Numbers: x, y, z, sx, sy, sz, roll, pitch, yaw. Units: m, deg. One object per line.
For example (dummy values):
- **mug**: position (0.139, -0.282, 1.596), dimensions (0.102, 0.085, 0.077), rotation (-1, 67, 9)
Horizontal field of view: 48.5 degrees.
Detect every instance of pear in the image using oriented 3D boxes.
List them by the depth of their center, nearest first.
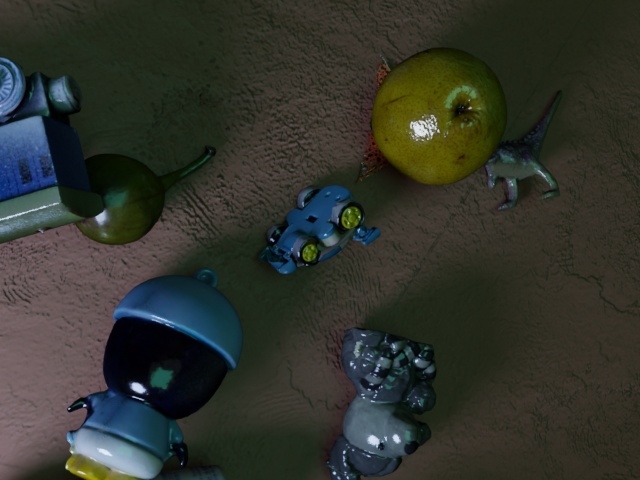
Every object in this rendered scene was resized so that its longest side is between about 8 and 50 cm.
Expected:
- **pear**: position (0.185, -0.190, 1.084), dimensions (0.209, 0.209, 0.208), rotation (2, 86, -22)

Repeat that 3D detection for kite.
- **kite**: position (0.132, -0.183, 1.170), dimensions (0.125, 0.008, 0.222), rotation (15, 81, -21)

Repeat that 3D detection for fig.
- **fig**: position (-0.237, -0.080, 0.977), dimensions (0.236, 0.124, 0.124), rotation (-37, 101, -44)

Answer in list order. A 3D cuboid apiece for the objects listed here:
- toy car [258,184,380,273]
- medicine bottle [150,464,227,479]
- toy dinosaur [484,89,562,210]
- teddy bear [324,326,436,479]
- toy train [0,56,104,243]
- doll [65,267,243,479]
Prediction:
- **toy car**: position (0.000, 0.000, 1.051), dimensions (0.161, 0.126, 0.098), rotation (-49, 121, -12)
- **medicine bottle**: position (-0.289, 0.370, 0.896), dimensions (0.341, 0.130, 0.130), rotation (0, 86, -23)
- **toy dinosaur**: position (0.351, -0.159, 1.226), dimensions (0.251, 0.072, 0.199), rotation (-13, 81, -12)
- **teddy bear**: position (0.111, 0.251, 1.063), dimensions (0.171, 0.144, 0.251), rotation (1, 89, -36)
- **toy train**: position (-0.416, -0.086, 0.833), dimensions (0.300, 0.131, 0.202), rotation (-15, 84, 7)
- **doll**: position (-0.209, 0.168, 0.926), dimensions (0.177, 0.141, 0.314), rotation (26, 62, -4)
